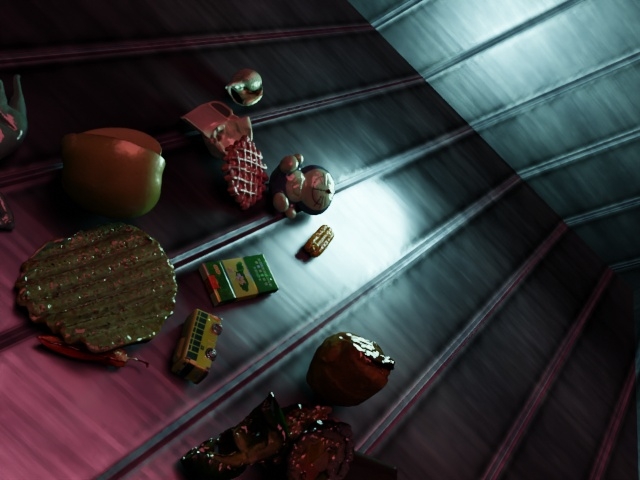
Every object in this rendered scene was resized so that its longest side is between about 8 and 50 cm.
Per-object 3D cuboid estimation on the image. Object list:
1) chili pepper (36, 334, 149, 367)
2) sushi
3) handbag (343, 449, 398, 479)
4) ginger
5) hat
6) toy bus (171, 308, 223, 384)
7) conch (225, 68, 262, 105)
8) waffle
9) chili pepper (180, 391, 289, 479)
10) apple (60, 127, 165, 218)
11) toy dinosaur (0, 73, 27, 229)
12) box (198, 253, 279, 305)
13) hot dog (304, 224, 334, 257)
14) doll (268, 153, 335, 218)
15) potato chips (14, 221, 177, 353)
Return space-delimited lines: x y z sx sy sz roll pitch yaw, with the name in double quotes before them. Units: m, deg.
"chili pepper" -0.537 0.267 1.439 0.268 0.050 0.059 18 29 -30
"sushi" -0.047 0.537 1.580 0.238 0.219 0.225 30 82 -44
"handbag" 0.103 0.704 1.666 0.247 0.080 0.223 30 50 -25
"ginger" 0.072 0.381 1.758 0.200 0.223 0.269 28 5 -11
"hat" -0.366 -0.363 2.079 0.226 0.164 0.219 16 38 23
"toy bus" -0.326 0.277 1.598 0.101 0.088 0.175 29 41 -21
"conch" -0.286 -0.571 2.292 0.153 0.102 0.135 -34 97 -18
"waffle" -0.250 -0.224 2.025 0.234 0.055 0.221 -60 136 -45
"chili pepper" -0.197 0.499 1.464 0.264 0.116 0.148 -27 54 -8
"apple" -0.553 -0.174 1.619 0.258 0.233 0.295 1 15 -19
"toy dinosaur" -0.802 -0.239 1.581 0.331 0.129 0.383 51 37 -15
"box" -0.243 0.116 1.838 0.235 0.034 0.132 -8 66 -45
"hot dog" 0.000 0.000 2.144 0.071 0.045 0.165 44 41 -3
"doll" -0.060 -0.184 2.157 0.258 0.154 0.228 9 87 -29
"potato chips" -0.533 0.115 1.538 0.358 0.070 0.429 49 36 13
